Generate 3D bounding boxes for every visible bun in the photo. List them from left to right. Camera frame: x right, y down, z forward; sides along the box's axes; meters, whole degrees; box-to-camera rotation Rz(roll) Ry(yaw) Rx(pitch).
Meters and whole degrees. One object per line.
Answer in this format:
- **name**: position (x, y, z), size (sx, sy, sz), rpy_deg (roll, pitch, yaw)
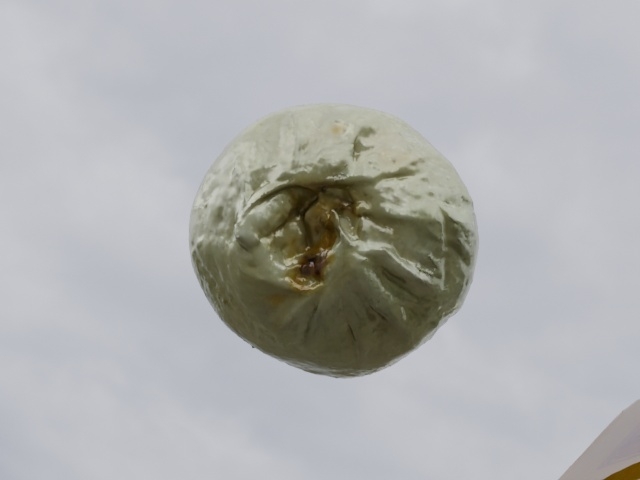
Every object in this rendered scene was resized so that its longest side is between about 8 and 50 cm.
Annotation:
- **bun**: position (0.000, 0.000, 1.200), size (0.222, 0.222, 0.127), rpy_deg (13, 9, 24)

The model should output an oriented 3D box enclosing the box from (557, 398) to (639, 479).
- **box**: position (0.333, 0.252, 0.896), size (0.415, 0.116, 0.264), rpy_deg (49, -28, -1)
